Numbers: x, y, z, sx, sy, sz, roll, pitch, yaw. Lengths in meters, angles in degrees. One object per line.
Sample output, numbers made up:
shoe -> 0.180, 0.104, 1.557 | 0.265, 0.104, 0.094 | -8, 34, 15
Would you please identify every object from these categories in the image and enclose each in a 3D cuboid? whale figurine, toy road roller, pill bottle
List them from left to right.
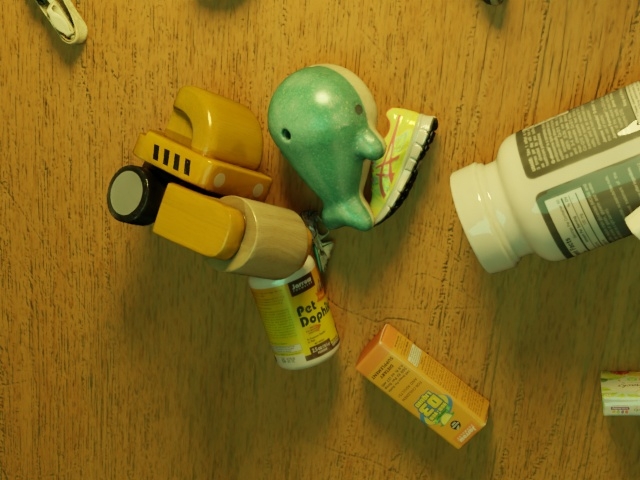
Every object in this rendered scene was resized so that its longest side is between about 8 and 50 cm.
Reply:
toy road roller -> -0.157, -0.098, 1.784 | 0.330, 0.202, 0.240 | 26, 98, 36
pill bottle -> -0.049, 0.101, 1.914 | 0.117, 0.117, 0.215 | -14, 107, 16
whale figurine -> 0.004, -0.136, 1.778 | 0.216, 0.141, 0.272 | 5, 112, 43
pill bottle -> 0.393, -0.092, 1.702 | 0.363, 0.210, 0.210 | -22, 104, 19

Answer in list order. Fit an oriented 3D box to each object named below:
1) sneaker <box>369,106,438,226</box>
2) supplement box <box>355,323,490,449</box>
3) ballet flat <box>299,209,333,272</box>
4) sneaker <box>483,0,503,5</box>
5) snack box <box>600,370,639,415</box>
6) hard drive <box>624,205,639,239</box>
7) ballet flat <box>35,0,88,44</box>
sneaker -> 0.109, -0.121, 1.829 | 0.094, 0.081, 0.208 | 27, 108, 10
supplement box -> 0.176, 0.250, 1.945 | 0.233, 0.080, 0.078 | 37, 115, -5
ballet flat -> 0.000, 0.000, 1.912 | 0.041, 0.041, 0.114 | -15, 107, 16
sneaker -> 0.203, -0.452, 1.692 | 0.118, 0.083, 0.222 | -4, 117, 33
snack box -> 0.531, 0.249, 1.857 | 0.141, 0.100, 0.037 | -2, 109, 12
hard drive -> 0.627, -0.074, 1.566 | 0.233, 0.047, 0.353 | 36, 112, -30
ballet flat -> -0.437, -0.392, 1.850 | 0.057, 0.052, 0.168 | -33, 100, 21
